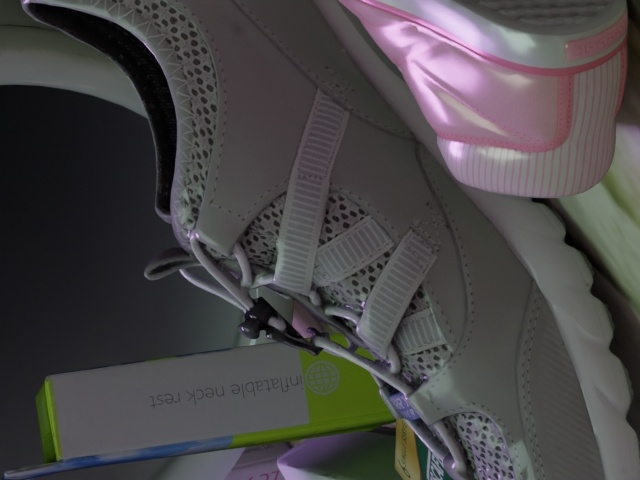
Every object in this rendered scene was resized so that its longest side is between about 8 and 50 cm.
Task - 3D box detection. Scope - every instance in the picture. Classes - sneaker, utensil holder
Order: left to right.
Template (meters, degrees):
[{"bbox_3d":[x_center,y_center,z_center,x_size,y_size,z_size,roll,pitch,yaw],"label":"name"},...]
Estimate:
[{"bbox_3d":[-0.243,-0.033,0.956,0.385,0.328,0.327,48,162,47],"label":"utensil holder"},{"bbox_3d":[0.000,0.000,0.595,0.281,0.115,0.105,57,166,7],"label":"sneaker"},{"bbox_3d":[0.033,-0.056,0.500,0.134,0.051,0.070,39,151,43],"label":"sneaker"}]

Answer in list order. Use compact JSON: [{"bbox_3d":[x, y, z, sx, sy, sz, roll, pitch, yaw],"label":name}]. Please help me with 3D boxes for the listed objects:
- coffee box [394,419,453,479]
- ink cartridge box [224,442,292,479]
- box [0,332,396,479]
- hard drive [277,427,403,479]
[{"bbox_3d":[0.094,0.124,0.681,0.184,0.040,0.113,53,165,23],"label":"coffee box"},{"bbox_3d":[-0.176,0.070,1.197,0.311,0.186,0.065,51,132,33],"label":"ink cartridge box"},{"bbox_3d":[-0.053,0.073,0.797,0.109,0.178,0.042,138,124,-75],"label":"box"},{"bbox_3d":[0.106,0.254,0.892,0.353,0.047,0.233,60,166,-4],"label":"hard drive"}]
